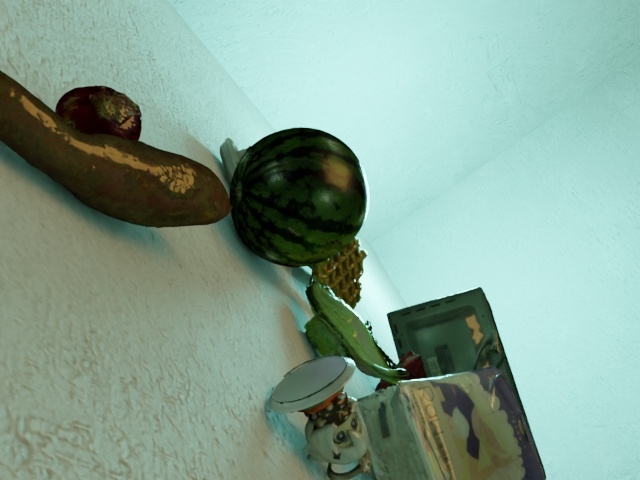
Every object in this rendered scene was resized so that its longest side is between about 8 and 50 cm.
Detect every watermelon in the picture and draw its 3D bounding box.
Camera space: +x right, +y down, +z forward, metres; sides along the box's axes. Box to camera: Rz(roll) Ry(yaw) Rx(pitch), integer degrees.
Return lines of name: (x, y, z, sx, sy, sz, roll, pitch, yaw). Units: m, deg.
watermelon: (-0.042, -0.086, 1.171, 0.285, 0.285, 0.285, 53, 8, -11)

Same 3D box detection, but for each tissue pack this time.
tissue pack: (0.227, 0.353, 0.978, 0.344, 0.125, 0.242, 6, 61, -45)

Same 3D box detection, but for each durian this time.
durian: (0.043, 0.185, 1.145, 0.132, 0.106, 0.375, -1, 26, -33)

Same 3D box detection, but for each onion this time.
onion: (-0.287, -0.151, 0.751, 0.107, 0.097, 0.107, 17, 47, -19)

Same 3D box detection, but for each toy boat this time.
toy boat: (-0.149, -0.150, 1.392, 0.269, 0.141, 0.141, 45, -1, 44)

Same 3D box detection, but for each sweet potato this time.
sweet potato: (-0.246, -0.084, 0.666, 0.385, 0.109, 0.109, 23, 31, -52)

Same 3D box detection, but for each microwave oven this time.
microwave oven: (0.351, 0.363, 1.399, 0.374, 0.236, 0.432, 31, 42, -68)

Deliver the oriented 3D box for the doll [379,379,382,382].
doll: (0.196, 0.360, 1.468, 0.089, 0.102, 0.179, 16, 4, 9)

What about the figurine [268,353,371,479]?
figurine: (0.014, 0.251, 0.791, 0.132, 0.132, 0.153, -82, 148, -78)

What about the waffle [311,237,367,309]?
waffle: (0.049, 0.080, 1.426, 0.243, 0.059, 0.237, 42, 52, -49)

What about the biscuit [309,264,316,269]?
biscuit: (-0.009, -0.011, 1.481, 0.079, 0.186, 0.309, 23, -14, 38)

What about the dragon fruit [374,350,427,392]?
dragon fruit: (0.165, 0.360, 1.188, 0.211, 0.134, 0.262, -171, -119, -85)
